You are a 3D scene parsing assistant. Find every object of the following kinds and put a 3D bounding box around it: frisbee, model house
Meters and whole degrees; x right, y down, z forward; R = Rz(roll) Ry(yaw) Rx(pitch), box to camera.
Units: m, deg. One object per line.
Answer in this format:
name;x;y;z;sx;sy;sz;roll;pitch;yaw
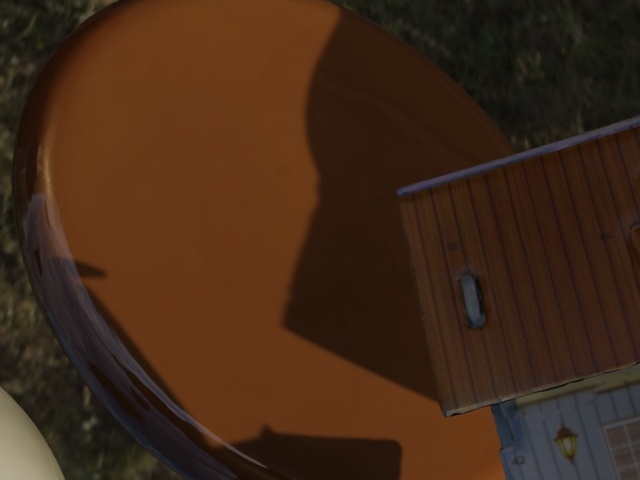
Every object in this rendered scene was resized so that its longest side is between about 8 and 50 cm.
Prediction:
frisbee;0.000;0.000;0.739;0.250;0.251;0.021;31;139;-14
model house;0.094;0.029;0.559;0.219;0.207;0.136;-15;93;11

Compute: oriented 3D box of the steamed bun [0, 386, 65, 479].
steamed bun;-0.312;0.218;1.233;0.324;0.206;0.324;-17;140;-15
